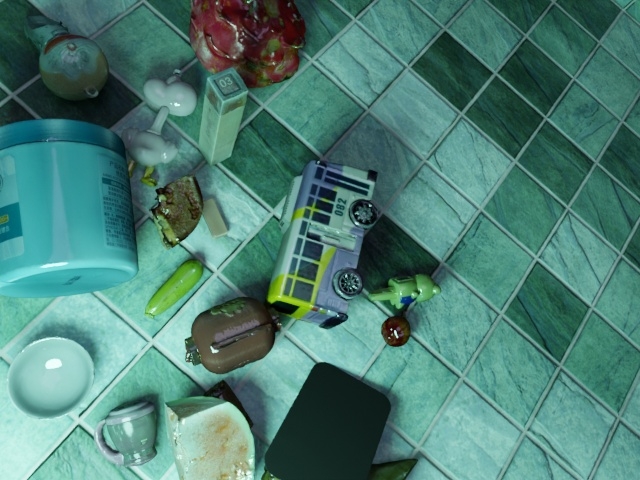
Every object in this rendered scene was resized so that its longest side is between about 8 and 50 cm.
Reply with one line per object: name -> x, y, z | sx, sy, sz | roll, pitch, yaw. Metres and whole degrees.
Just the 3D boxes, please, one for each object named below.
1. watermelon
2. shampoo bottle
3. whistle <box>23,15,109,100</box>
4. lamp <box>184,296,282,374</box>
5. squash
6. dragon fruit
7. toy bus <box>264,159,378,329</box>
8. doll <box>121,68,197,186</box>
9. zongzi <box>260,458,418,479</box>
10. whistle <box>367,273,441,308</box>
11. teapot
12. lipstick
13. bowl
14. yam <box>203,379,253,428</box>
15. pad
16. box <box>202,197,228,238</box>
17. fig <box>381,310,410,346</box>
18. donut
watermelon -> -0.274, 0.523, 1.314 | 0.223, 0.180, 0.305 | -4, 99, 20
shampoo bottle -> -0.617, -0.061, 1.328 | 0.331, 0.331, 0.343 | -8, 77, -19
whistle -> -0.716, -0.526, 1.542 | 0.189, 0.189, 0.348 | -33, 74, -23
lamp -> -0.226, 0.244, 1.428 | 0.258, 0.180, 0.180 | -20, 79, -22
squash -> -0.388, 0.128, 1.477 | 0.066, 0.066, 0.201 | 42, 67, -1
dragon fruit -> -0.212, -0.677, 1.700 | 0.370, 0.249, 0.387 | 10, 73, -18
toy bus -> 0.000, 0.000, 1.557 | 0.249, 0.209, 0.440 | 17, 71, -9
doll -> -0.462, -0.337, 1.589 | 0.160, 0.094, 0.365 | 18, 69, -7
zongzi -> 0.056, 0.596, 1.420 | 0.323, 0.160, 0.360 | 46, 57, 3
whistle -> 0.250, 0.150, 1.645 | 0.227, 0.105, 0.085 | -10, 106, -18
teapot -> -0.457, 0.468, 1.327 | 0.148, 0.116, 0.146 | -14, 88, -24
lipstick -> -0.267, -0.316, 1.487 | 0.079, 0.371, 0.076 | -32, 83, -23
bowl -> -0.637, 0.328, 1.330 | 0.188, 0.086, 0.189 | 5, 72, -17
yam -> -0.238, 0.433, 1.420 | 0.079, 0.079, 0.141 | -34, 88, -23
pad -> -0.006, 0.486, 1.434 | 0.314, 0.063, 0.375 | 30, 39, 6
box -> -0.305, -0.062, 1.585 | 0.048, 0.025, 0.115 | -22, 80, -27
fig -> 0.232, 0.252, 1.623 | 0.089, 0.089, 0.125 | 52, 44, 4
donut -> -0.386, -0.067, 1.509 | 0.144, 0.126, 0.187 | -16, 82, -28
